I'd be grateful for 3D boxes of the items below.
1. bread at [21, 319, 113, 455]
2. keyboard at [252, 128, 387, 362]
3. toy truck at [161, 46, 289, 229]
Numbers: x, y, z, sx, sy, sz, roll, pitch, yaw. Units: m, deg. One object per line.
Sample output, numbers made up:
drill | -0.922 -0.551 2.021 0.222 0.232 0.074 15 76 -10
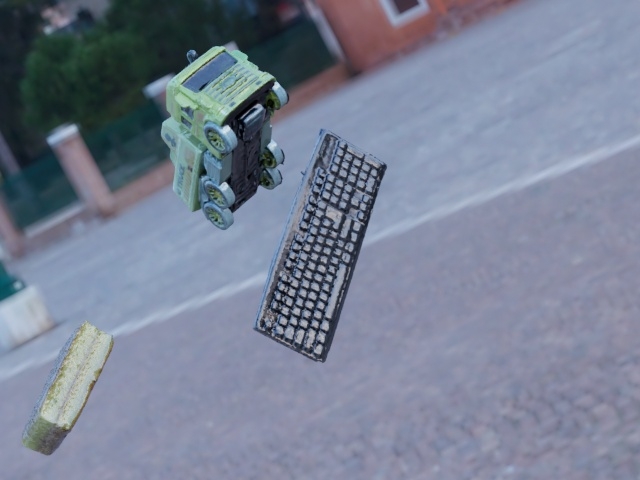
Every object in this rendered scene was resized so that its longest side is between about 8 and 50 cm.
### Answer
bread | -0.203 0.120 1.248 0.090 0.035 0.094 -67 10 -26
keyboard | 0.000 0.000 1.529 0.017 0.087 0.251 -40 25 52
toy truck | -0.090 -0.089 1.310 0.077 0.100 0.169 -43 -21 -26
